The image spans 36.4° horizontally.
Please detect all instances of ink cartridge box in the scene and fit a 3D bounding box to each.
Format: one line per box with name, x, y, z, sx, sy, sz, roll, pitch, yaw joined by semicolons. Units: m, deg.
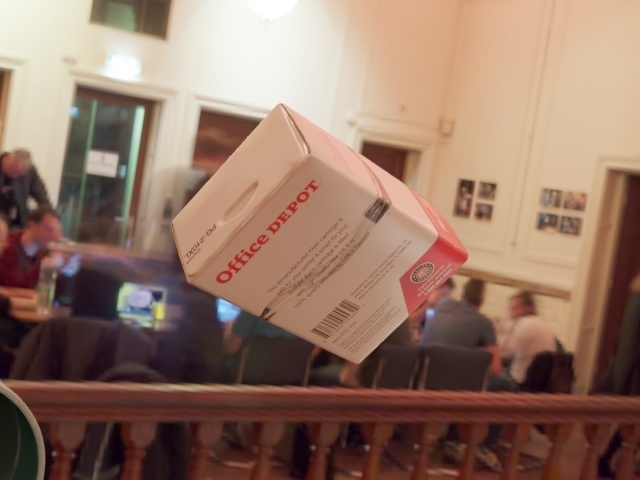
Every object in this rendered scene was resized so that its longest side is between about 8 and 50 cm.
ink cartridge box;0.000;0.000;0.958;0.237;0.172;0.100;30;22;-38

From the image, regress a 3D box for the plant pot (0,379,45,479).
plant pot;-0.452;0.186;0.974;0.272;0.271;0.255;7;19;-39
